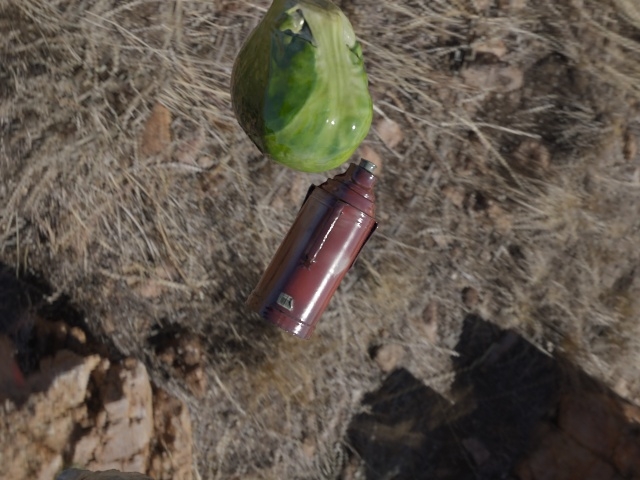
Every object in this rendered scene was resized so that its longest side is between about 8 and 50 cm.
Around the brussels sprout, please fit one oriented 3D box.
[{"bbox_3d":[-0.028,-0.246,1.521,0.210,0.219,0.271,-2,118,-18],"label":"brussels sprout"}]

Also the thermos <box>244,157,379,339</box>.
[{"bbox_3d":[0.003,0.002,1.236,0.099,0.124,0.232,31,93,5],"label":"thermos"}]

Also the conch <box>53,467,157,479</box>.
[{"bbox_3d":[-0.335,0.448,1.525,0.263,0.324,0.186,-21,140,-18],"label":"conch"}]
